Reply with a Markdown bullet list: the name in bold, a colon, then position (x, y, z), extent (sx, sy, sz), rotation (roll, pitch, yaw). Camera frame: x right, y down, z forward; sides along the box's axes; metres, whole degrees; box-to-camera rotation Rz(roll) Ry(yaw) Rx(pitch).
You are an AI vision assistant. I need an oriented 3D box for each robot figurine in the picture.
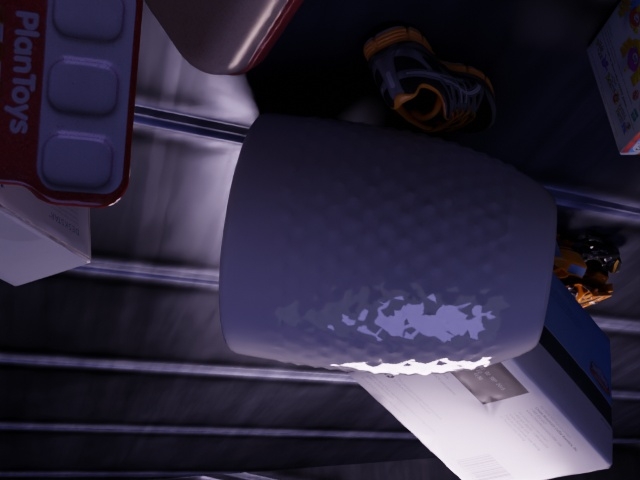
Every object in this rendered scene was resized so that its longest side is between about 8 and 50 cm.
- **robot figurine**: position (0.354, 0.058, 1.550), extent (0.291, 0.085, 0.211), rotation (16, 146, -40)

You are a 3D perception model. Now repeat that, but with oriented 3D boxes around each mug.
- **mug**: position (0.090, 0.011, 1.113), extent (0.328, 0.276, 0.374), rotation (8, -176, 8)

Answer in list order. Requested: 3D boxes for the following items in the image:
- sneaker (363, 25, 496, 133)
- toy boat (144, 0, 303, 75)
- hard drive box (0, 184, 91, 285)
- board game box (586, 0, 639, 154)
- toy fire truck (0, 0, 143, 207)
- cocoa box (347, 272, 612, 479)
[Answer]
- **sneaker**: position (0.125, -0.153, 1.057), extent (0.084, 0.083, 0.215), rotation (-30, 148, 33)
- **toy boat**: position (-0.043, -0.249, 0.785), extent (0.151, 0.151, 0.231), rotation (-28, 170, -38)
- **hard drive box**: position (-0.293, -0.102, 0.862), extent (0.089, 0.232, 0.181), rotation (-17, 152, 16)
- **board game box**: position (0.398, -0.216, 0.940), extent (0.142, 0.144, 0.275), rotation (-2, 154, -14)
- **toy fire truck**: position (-0.246, -0.182, 0.676), extent (0.253, 0.302, 0.169), rotation (5, -177, -25)
- **cocoa box**: position (0.239, 0.163, 1.383), extent (0.231, 0.228, 0.347), rotation (-22, 127, 34)
